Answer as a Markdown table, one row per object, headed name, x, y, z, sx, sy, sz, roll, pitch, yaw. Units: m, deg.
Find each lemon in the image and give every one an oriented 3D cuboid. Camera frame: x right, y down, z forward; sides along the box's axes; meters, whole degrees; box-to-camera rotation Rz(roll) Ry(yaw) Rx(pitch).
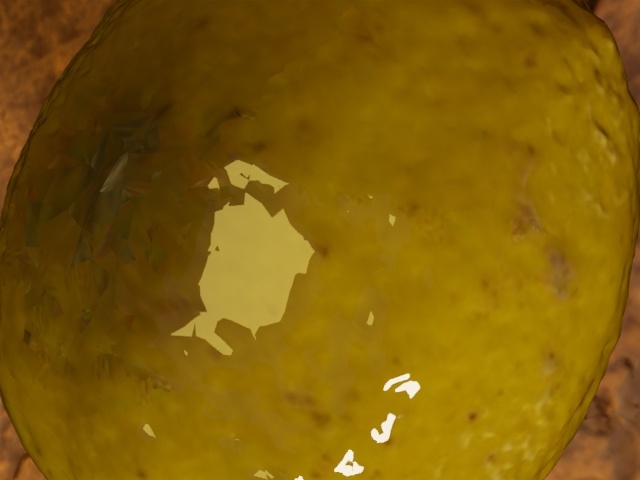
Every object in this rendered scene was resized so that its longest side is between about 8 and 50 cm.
| name | x | y | z | sx | sy | sz | roll | pitch | yaw |
| --- | --- | --- | --- | --- | --- | --- | --- | --- | --- |
| lemon | 0.000 | 0.000 | 0.447 | 0.253 | 0.253 | 0.310 | 30 | 100 | 19 |
